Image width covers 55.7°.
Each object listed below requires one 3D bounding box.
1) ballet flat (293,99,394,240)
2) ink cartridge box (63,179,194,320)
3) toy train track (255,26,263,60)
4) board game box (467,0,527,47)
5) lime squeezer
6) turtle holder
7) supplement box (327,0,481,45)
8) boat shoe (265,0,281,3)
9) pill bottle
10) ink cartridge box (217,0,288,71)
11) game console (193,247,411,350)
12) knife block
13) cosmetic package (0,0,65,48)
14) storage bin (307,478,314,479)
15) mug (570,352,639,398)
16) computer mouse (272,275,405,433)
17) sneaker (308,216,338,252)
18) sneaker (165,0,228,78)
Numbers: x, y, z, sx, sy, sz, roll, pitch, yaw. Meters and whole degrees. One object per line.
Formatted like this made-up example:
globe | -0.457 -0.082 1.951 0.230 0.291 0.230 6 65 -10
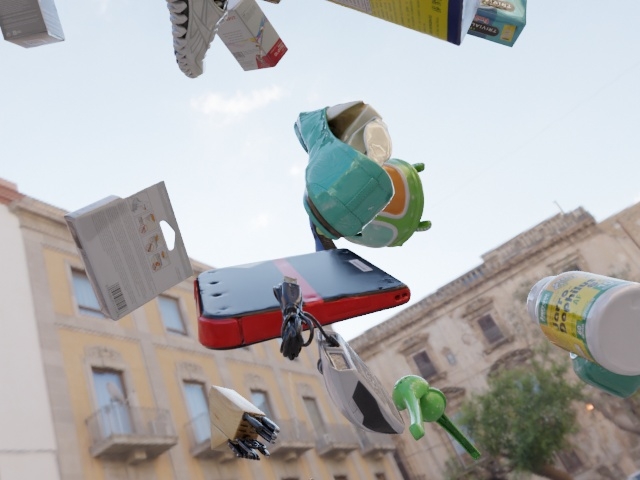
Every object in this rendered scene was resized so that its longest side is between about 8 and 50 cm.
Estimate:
ballet flat | 0.028 -0.085 0.574 0.087 0.247 0.083 -38 -66 15
ink cartridge box | -0.451 0.017 1.460 0.239 0.060 0.275 -33 -58 -38
toy train track | -0.143 -0.457 1.408 0.014 0.048 0.083 -1 -40 -14
board game box | 0.379 -0.650 1.496 0.254 0.336 0.079 16 -30 -2
lime squeezer | 0.160 0.243 0.856 0.059 0.110 0.310 -52 -35 -3
turtle holder | 0.120 -0.102 1.609 0.228 0.320 0.243 -2 -78 -29
supplement box | 0.115 -0.514 1.039 0.195 0.357 0.194 -66 -12 -2
boat shoe | -0.237 -0.557 1.283 0.341 0.110 0.121 16 2 -8
pill bottle | 0.374 0.104 0.841 0.118 0.117 0.208 -23 6 -4
ink cartridge box | -0.183 -0.517 1.512 0.072 0.127 0.175 -57 -49 -22
game console | -0.057 0.092 1.101 0.342 0.060 0.386 -9 11 -12
knife block | -0.227 0.530 1.821 0.088 0.275 0.242 26 -51 -38
cosmetic package | -0.648 -0.548 1.305 0.107 0.237 0.127 -11 12 -2
storage bin | -0.043 0.416 0.810 0.084 0.122 0.180 -30 -10 16
mug | 0.489 0.178 1.015 0.129 0.097 0.157 -53 -16 -49
computer mouse | 0.014 0.120 0.547 0.042 0.106 0.193 -35 -63 4
sneaker | 0.000 0.000 1.895 0.069 0.209 0.082 -15 -11 -35
sneaker | -0.234 -0.427 1.174 0.118 0.110 0.292 -6 -27 -9
